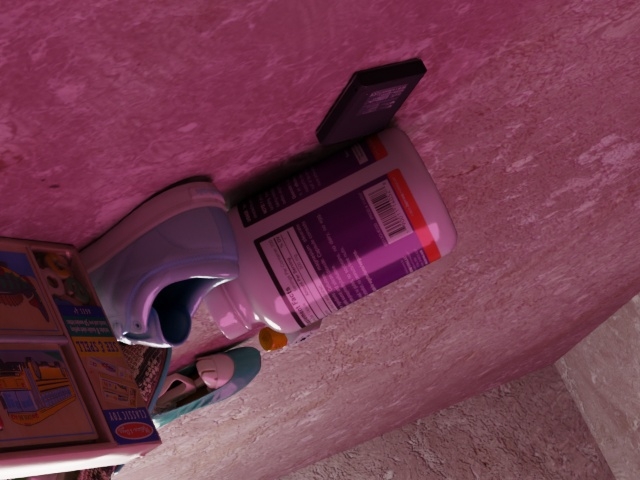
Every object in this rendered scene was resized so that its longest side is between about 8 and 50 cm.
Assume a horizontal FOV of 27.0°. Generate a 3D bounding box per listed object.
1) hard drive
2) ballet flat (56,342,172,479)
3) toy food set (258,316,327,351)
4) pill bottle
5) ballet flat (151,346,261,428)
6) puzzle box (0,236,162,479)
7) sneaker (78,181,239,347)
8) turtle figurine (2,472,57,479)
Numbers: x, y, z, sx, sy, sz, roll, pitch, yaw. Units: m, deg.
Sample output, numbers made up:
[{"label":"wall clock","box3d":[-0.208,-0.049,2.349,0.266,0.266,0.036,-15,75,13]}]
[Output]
[{"label":"hard drive","box3d":[0.059,-0.163,1.584,0.094,0.022,0.135,-17,161,-29]},{"label":"ballet flat","box3d":[-0.376,0.334,2.055,0.182,0.164,0.483,11,118,-19]},{"label":"toy food set","box3d":[-0.010,0.083,2.055,0.104,0.111,0.232,-12,156,-38]},{"label":"pill bottle","box3d":[0.000,0.000,1.707,0.323,0.181,0.181,-27,163,3]},{"label":"ballet flat","box3d":[-0.217,0.250,2.313,0.247,0.083,0.087,-28,149,0]},{"label":"puzzle box","box3d":[-0.346,0.117,1.391,0.052,0.272,0.409,-33,163,21]},{"label":"sneaker","box3d":[-0.239,0.083,1.639,0.135,0.150,0.366,6,143,-46]},{"label":"turtle figurine","box3d":[-0.535,0.356,1.911,0.275,0.266,0.198,-60,-158,3]}]
